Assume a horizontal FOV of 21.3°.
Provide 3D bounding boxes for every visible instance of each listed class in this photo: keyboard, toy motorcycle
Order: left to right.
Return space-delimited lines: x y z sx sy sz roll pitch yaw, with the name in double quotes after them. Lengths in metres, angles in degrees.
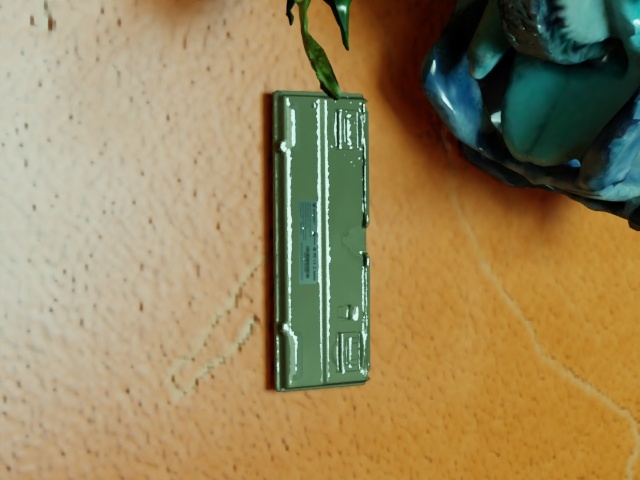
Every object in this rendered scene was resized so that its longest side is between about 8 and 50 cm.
0.000 0.000 0.738 0.049 0.015 0.129 -2 92 -32 "keyboard"
0.163 -0.120 0.789 0.260 0.154 0.206 -40 137 -34 "toy motorcycle"

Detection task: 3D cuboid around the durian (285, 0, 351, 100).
0.021 -0.232 0.682 0.106 0.132 0.375 38 63 -45 "durian"
